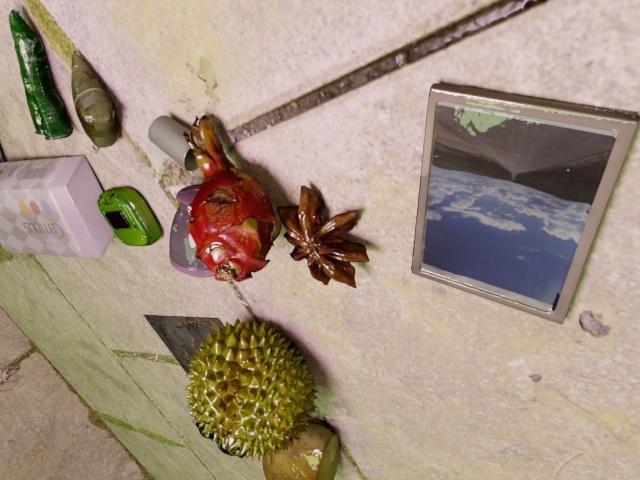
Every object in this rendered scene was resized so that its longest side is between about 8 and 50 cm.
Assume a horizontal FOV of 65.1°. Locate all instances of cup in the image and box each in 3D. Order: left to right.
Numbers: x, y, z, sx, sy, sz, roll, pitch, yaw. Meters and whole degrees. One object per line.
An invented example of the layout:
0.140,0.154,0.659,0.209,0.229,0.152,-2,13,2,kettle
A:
-0.213,-0.151,0.773,0.083,0.075,0.054,35,105,16,cup

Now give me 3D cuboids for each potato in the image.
-0.043,0.511,1.149,0.176,0.141,0.298,31,141,2,potato

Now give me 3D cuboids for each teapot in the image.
-0.179,-0.016,0.811,0.148,0.116,0.146,24,126,30,teapot

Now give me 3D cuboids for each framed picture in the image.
0.194,-0.032,0.536,0.189,0.023,0.260,19,135,25,framed picture

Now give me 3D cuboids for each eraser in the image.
-0.635,-0.074,1.141,0.396,0.082,0.213,1,120,33,eraser

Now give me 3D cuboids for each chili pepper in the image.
-0.507,-0.293,0.890,0.088,0.059,0.227,29,138,25,chili pepper

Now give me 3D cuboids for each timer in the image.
-0.392,-0.046,1.021,0.140,0.047,0.128,1,125,41,timer

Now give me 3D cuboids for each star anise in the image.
0.000,0.000,0.706,0.168,0.057,0.168,29,142,25,star anise

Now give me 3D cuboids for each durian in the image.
-0.130,0.276,0.961,0.291,0.225,0.291,41,178,2,durian

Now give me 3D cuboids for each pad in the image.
-0.302,0.287,1.282,0.367,0.007,0.248,-6,121,44,pad

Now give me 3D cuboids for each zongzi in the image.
-0.393,-0.230,0.868,0.130,0.062,0.154,64,159,7,zongzi

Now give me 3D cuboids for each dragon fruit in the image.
-0.136,-0.064,0.710,0.125,0.125,0.246,-23,88,16,dragon fruit

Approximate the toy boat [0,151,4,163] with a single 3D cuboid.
-0.855,-0.230,1.241,0.127,0.078,0.283,32,139,10,toy boat
